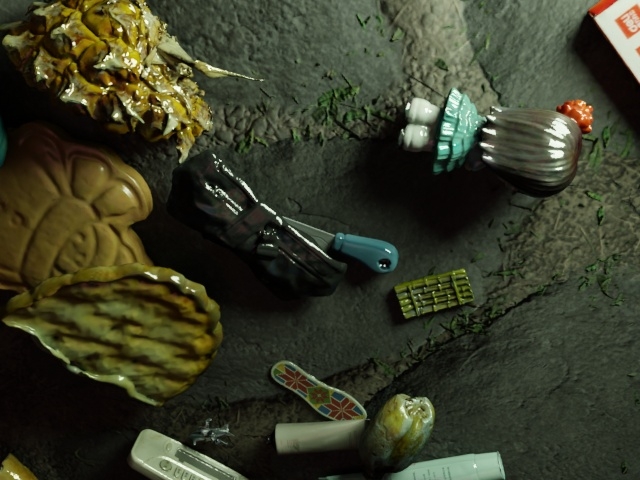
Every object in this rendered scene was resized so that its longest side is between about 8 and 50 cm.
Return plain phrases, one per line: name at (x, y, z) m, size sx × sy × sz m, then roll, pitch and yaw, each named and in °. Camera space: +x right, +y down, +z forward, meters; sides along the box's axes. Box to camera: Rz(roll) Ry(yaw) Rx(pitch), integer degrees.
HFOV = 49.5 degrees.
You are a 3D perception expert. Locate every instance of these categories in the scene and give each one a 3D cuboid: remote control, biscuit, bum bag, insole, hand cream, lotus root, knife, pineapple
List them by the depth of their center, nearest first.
pineapple at (-0.266, -0.232, 0.906) m, size 0.335 × 0.161 × 0.158 m, roll 34°, pitch 113°, yaw -8°
bum bag at (-0.100, -0.006, 1.041) m, size 0.310 × 0.074 × 0.137 m, roll 41°, pitch 128°, yaw -17°
knife at (0.000, 0.002, 1.068) m, size 0.244 × 0.032 × 0.058 m, roll 15°, pitch 128°, yaw 3°
biscuit at (-0.416, -0.027, 1.081) m, size 0.352 × 0.057 × 0.312 m, roll 22°, pitch 118°, yaw -5°
biscuit at (-0.317, 0.159, 1.120) m, size 0.330 × 0.078 × 0.335 m, roll -6°, pitch 132°, yaw 1°
lotus root at (0.122, 0.341, 1.183) m, size 0.113 × 0.088 × 0.192 m, roll 8°, pitch 122°, yaw -30°
insole at (-0.003, 0.269, 1.211) m, size 0.193 × 0.006 × 0.065 m, roll 35°, pitch 115°, yaw -12°
hand cream at (-0.003, 0.348, 1.228) m, size 0.186 × 0.054 × 0.087 m, roll -4°, pitch 129°, yaw 2°
hand cream at (0.161, 0.435, 1.247) m, size 0.331 × 0.058 × 0.085 m, roll -16°, pitch 115°, yaw 14°
remote control at (-0.242, 0.430, 1.271) m, size 0.230 × 0.090 × 0.049 m, roll 30°, pitch 117°, yaw -7°

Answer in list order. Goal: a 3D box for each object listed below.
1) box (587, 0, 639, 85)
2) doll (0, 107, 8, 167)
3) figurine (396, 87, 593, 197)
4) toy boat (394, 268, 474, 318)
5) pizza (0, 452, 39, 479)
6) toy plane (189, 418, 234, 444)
box at (0.457, -0.240, 0.883) m, size 0.123 × 0.050 × 0.229 m, roll -38°, pitch 108°, yaw 23°
doll at (-0.548, -0.170, 0.933) m, size 0.199 × 0.186 × 0.322 m, roll -35°, pitch 71°, yaw -12°
figurine at (0.231, -0.141, 0.929) m, size 0.246 × 0.110 × 0.137 m, roll 14°, pitch 99°, yaw 6°
toy boat at (0.179, 0.084, 1.093) m, size 0.115 × 0.016 × 0.063 m, roll -16°, pitch 113°, yaw 14°
pizza at (-0.635, 0.603, 1.377) m, size 0.278 × 0.114 × 0.408 m, roll 12°, pitch 106°, yaw 5°
toy plane at (-0.202, 0.353, 1.261) m, size 0.083 × 0.031 × 0.078 m, roll -16°, pitch 127°, yaw 11°
